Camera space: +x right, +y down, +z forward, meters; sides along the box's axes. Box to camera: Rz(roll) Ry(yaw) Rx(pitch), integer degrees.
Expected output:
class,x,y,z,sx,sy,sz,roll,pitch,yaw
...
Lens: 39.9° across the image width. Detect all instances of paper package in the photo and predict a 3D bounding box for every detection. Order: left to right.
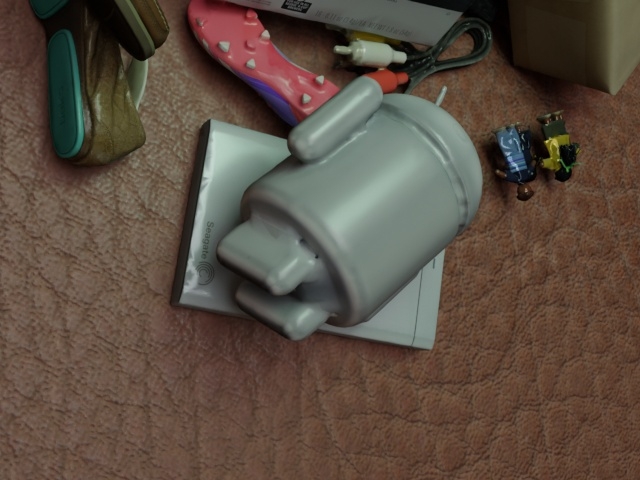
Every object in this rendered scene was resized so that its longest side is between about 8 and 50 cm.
class,x,y,z,sx,sy,sz,roll,pitch,yaw
paper package,0.402,-0.424,1.227,0.309,0.168,0.324,-49,144,-22

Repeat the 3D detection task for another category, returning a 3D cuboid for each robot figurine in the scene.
class,x,y,z,sx,sy,sz,roll,pitch,yaw
robot figurine,0.049,-0.039,1.028,0.353,0.200,0.299,-39,137,-25

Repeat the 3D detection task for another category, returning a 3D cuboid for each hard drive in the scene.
class,x,y,z,sx,sy,sz,roll,pitch,yaw
hard drive,0.000,0.000,1.138,0.353,0.047,0.232,13,78,-23

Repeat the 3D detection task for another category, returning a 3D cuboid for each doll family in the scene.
class,x,y,z,sx,sy,sz,roll,pitch,yaw
doll family,0.320,-0.124,1.295,0.193,0.076,0.111,-17,95,-21

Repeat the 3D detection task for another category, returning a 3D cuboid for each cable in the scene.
class,x,y,z,sx,sy,sz,roll,pitch,yaw
cable,0.139,-0.246,1.220,0.287,0.072,0.139,-12,86,-25

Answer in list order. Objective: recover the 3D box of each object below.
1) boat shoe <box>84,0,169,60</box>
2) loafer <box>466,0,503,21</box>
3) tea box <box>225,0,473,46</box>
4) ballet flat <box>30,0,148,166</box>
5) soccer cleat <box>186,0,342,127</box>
class,x,y,z,sx,sy,sz,roll,pitch,yaw
boat shoe,-0.231,-0.340,0.912,0.104,0.111,0.307,-35,100,-21
loafer,0.275,-0.424,1.312,0.078,0.076,0.223,36,74,-23
tea box,0.061,-0.436,1.047,0.329,0.323,0.219,5,61,-24
ballet flat,-0.263,-0.255,1.021,0.124,0.116,0.342,-8,85,-46
soccer cleat,-0.072,-0.214,1.121,0.248,0.095,0.083,37,65,-1
